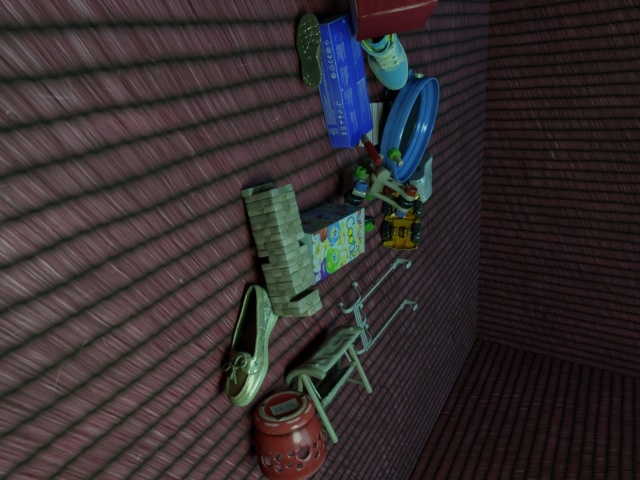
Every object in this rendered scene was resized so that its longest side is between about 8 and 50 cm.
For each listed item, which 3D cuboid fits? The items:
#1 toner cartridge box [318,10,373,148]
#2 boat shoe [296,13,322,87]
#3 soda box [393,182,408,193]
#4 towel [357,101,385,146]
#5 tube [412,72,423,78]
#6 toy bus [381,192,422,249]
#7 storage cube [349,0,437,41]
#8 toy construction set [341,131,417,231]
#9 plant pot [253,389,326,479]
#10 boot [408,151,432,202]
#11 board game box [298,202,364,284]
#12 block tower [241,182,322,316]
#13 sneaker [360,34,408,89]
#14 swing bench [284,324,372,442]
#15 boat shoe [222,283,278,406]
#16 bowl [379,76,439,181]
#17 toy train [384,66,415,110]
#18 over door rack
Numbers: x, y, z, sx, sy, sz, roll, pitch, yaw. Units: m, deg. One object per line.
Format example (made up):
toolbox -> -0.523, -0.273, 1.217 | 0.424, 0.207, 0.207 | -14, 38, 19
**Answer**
toner cartridge box -> 0.066, -0.465, 1.292 | 0.165, 0.075, 0.348 | -49, 136, -43
boat shoe -> -0.027, -0.497, 1.159 | 0.060, 0.064, 0.178 | -85, 171, -67
soda box -> 0.354, -0.178, 1.833 | 0.169, 0.060, 0.053 | 44, 56, -53
towel -> 0.181, -0.407, 1.537 | 0.197, 0.029, 0.144 | -29, 122, -54
tube -> 0.375, -0.549, 1.780 | 0.069, 0.062, 0.240 | -3, 111, -16
toy bus -> 0.344, -0.081, 1.781 | 0.211, 0.149, 0.221 | -11, 105, -70
storage cube -> 0.170, -0.643, 1.112 | 0.215, 0.193, 0.184 | -68, 148, -81
toy construction set -> 0.155, -0.215, 1.405 | 0.309, 0.257, 0.237 | 84, -13, -51
plant pot -> -0.089, 0.519, 1.197 | 0.191, 0.191, 0.174 | -26, 111, -53
boot -> 0.433, -0.269, 1.876 | 0.258, 0.095, 0.124 | -62, 140, -43
board game box -> 0.000, 0.000, 1.239 | 0.275, 0.144, 0.142 | -28, 122, -51
block tower -> -0.091, 0.025, 1.075 | 0.091, 0.097, 0.336 | -26, 104, -54
sneaker -> 0.194, -0.583, 1.364 | 0.319, 0.127, 0.208 | 57, 25, -36
swing bench -> 0.026, 0.428, 1.377 | 0.253, 0.165, 0.255 | -33, 119, -49
boat shoe -> -0.180, 0.250, 1.069 | 0.089, 0.104, 0.286 | 40, 54, -49
bowl -> 0.332, -0.414, 1.643 | 0.391, 0.077, 0.391 | -48, 152, -38
toy train -> 0.299, -0.558, 1.637 | 0.184, 0.080, 0.105 | -67, 153, -19
over door rack -> 0.209, 0.237, 1.638 | 0.324, 0.108, 0.240 | -34, 128, -24
